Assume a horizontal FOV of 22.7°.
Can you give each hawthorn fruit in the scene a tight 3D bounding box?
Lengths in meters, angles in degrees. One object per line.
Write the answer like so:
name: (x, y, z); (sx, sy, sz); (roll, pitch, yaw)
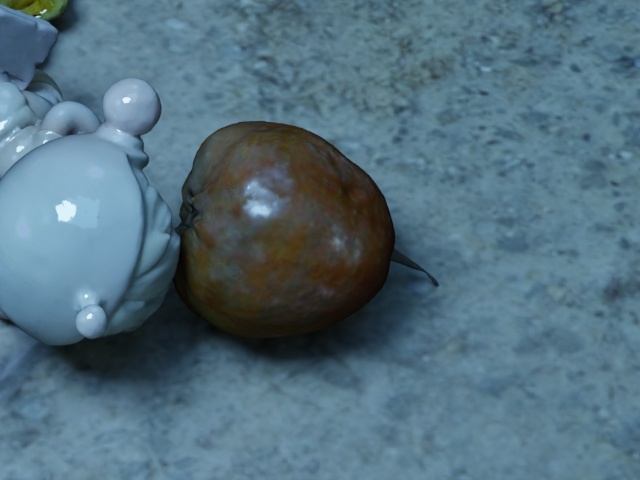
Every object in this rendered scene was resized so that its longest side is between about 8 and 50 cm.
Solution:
hawthorn fruit: (-0.012, -0.013, 1.063); (0.189, 0.149, 0.149); (-14, 62, -14)

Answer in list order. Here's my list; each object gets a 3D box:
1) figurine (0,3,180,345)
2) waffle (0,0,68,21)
figurine: (-0.174, -0.035, 1.029); (0.182, 0.144, 0.257); (-42, 57, -2)
waffle: (-0.316, -0.218, 1.205); (0.291, 0.051, 0.291); (2, 61, -3)
